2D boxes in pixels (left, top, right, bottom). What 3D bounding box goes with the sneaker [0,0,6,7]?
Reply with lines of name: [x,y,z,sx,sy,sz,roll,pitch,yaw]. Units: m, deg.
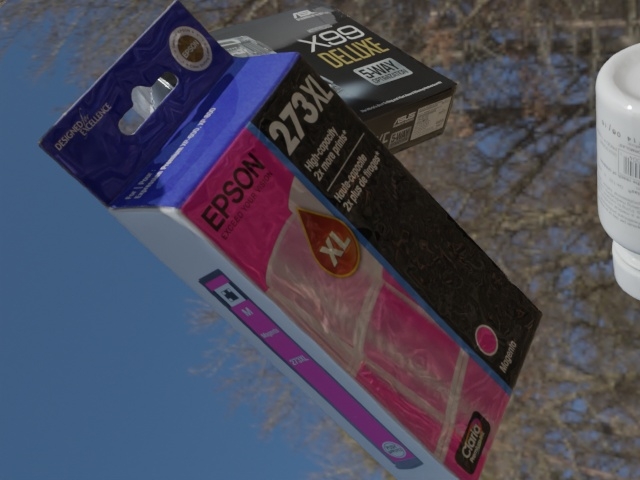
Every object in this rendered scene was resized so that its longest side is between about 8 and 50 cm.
sneaker: [-0.372,-0.280,0.814,0.281,0.115,0.105,-2,-126,-51]

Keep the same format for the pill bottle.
pill bottle: [0.320,-0.056,0.895,0.131,0.131,0.229,-46,-42,-33]

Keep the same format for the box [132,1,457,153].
box: [-0.031,-0.171,1.156,0.307,0.242,0.076,-24,-39,-36]

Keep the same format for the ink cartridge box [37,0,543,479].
ink cartridge box: [0.000,0.000,0.690,0.371,0.069,0.176,43,-129,-14]
